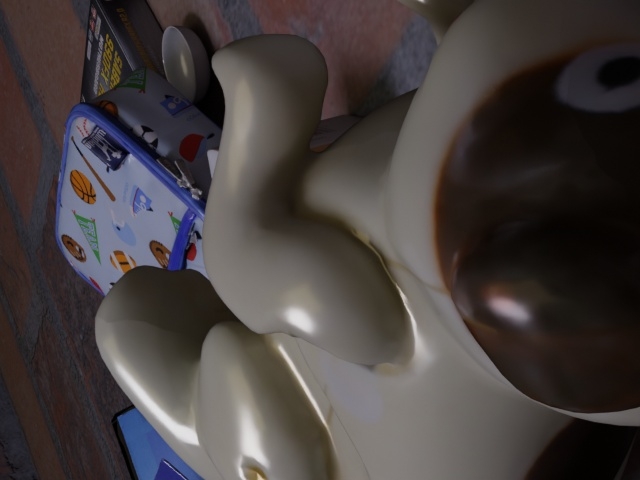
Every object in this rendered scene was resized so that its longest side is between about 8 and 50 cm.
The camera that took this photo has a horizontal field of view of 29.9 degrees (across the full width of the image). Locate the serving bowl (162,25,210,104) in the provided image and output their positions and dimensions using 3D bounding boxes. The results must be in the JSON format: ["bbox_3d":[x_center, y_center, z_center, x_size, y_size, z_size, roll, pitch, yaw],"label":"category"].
[{"bbox_3d":[-0.132,-0.179,1.219,0.083,0.027,0.083,43,141,48],"label":"serving bowl"}]

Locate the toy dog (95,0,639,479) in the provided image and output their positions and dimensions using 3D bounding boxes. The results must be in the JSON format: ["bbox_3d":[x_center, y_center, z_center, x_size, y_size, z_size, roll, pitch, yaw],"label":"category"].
[{"bbox_3d":[0.086,0.034,0.620,0.395,0.284,0.408,65,151,17],"label":"toy dog"}]

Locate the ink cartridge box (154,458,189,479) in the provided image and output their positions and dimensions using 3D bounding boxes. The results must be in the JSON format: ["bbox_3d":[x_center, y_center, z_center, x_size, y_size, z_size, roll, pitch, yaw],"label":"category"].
[{"bbox_3d":[-0.108,0.424,1.351,0.303,0.072,0.307,39,146,13],"label":"ink cartridge box"}]

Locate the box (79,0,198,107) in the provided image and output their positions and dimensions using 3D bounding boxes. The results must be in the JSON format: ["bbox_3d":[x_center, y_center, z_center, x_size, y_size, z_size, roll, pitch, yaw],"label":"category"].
[{"bbox_3d":[-0.214,-0.144,1.372,0.183,0.056,0.231,61,152,26],"label":"box"}]

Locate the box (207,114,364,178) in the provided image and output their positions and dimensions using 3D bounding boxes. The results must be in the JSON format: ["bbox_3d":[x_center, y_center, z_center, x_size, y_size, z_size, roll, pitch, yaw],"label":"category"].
[{"bbox_3d":[0.000,0.000,0.938,0.091,0.130,0.170,18,121,59],"label":"box"}]

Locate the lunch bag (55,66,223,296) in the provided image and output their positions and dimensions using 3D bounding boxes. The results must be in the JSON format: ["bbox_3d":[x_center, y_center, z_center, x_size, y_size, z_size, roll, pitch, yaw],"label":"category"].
[{"bbox_3d":[-0.154,-0.014,1.216,0.243,0.115,0.303,43,148,13],"label":"lunch bag"}]

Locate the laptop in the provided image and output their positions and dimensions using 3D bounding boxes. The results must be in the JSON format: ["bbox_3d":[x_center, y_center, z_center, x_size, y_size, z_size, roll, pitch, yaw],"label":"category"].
[{"bbox_3d":[-0.161,0.276,1.408,0.264,0.136,0.234,103,145,-75],"label":"laptop"}]
